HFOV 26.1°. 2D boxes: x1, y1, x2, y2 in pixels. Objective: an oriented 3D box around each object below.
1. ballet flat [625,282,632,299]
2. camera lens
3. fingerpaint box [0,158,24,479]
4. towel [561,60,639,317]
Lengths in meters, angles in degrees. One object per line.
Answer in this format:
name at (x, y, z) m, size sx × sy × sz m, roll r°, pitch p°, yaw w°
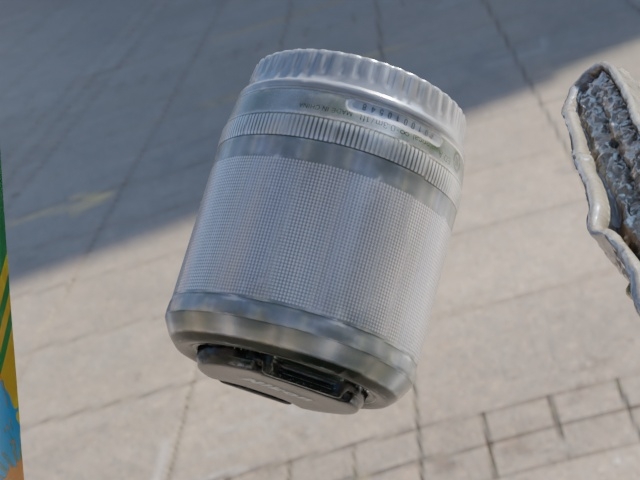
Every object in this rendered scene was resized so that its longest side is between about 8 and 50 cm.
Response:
ballet flat at (0.318, 0.158, 0.977) m, size 0.123 × 0.348 × 0.123 m, roll -25°, pitch -2°, yaw -1°
camera lens at (0.000, 0.000, 1.201) m, size 0.219 × 0.274 × 0.219 m, roll 15°, pitch -15°, yaw 4°
fingerpaint box at (-0.400, 0.043, 0.737) m, size 0.445 × 0.371 × 0.163 m, roll -13°, pitch -20°, yaw 13°
towel at (0.202, 0.024, 0.671) m, size 0.049 × 0.187 × 0.282 m, roll -41°, pitch 16°, yaw 20°
